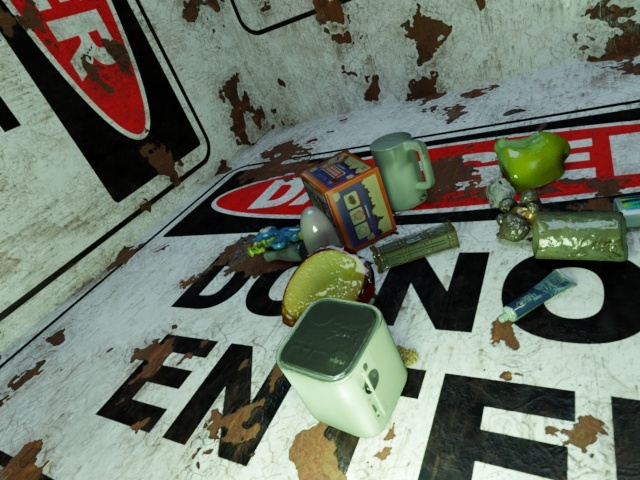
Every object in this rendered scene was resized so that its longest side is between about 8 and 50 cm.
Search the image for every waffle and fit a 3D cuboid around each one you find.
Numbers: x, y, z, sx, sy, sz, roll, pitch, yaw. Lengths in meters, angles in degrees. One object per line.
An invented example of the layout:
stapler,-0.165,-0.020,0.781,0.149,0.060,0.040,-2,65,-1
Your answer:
waffle,0.244,0.341,1.237,0.085,0.016,0.078,-6,37,29

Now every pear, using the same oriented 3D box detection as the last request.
pear,0.907,-0.357,1.777,0.281,0.176,0.286,-11,32,16

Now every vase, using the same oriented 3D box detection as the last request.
vase,-0.161,0.062,1.918,0.214,0.086,0.086,-9,32,32

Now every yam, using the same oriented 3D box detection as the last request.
yam,0.797,-0.015,1.306,0.267,0.161,0.161,2,37,34

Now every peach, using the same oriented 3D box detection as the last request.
peach,0.028,0.186,1.469,0.361,0.201,0.258,-41,63,-6

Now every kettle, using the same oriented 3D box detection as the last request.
kettle,0.370,-0.308,1.916,0.205,0.318,0.265,-22,28,-2

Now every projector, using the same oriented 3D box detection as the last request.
projector,0.064,0.332,1.127,0.248,0.249,0.249,4,42,39

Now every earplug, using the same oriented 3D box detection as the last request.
earplug,0.000,0.000,1.676,0.172,0.301,0.172,-18,29,10

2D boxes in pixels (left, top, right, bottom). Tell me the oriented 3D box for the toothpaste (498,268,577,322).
toothpaste,0.629,0.168,1.232,0.268,0.047,0.069,-27,17,-15

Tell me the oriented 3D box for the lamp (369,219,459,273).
lamp,0.358,0.024,1.610,0.325,0.090,0.089,-18,29,6

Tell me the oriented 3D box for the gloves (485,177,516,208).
gloves,0.725,-0.190,1.706,0.114,0.070,0.153,-37,31,27

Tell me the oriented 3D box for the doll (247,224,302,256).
doll,-0.192,-0.029,1.988,0.341,0.099,0.346,-14,12,21

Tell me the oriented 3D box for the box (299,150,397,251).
box,0.119,-0.177,1.870,0.256,0.319,0.349,-28,30,-7

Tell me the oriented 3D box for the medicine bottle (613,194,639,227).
medicine bottle,1.073,-0.103,1.328,0.228,0.083,0.121,-8,30,27

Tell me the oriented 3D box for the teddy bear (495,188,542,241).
teddy bear,0.710,-0.074,1.504,0.190,0.140,0.177,-47,8,-24
